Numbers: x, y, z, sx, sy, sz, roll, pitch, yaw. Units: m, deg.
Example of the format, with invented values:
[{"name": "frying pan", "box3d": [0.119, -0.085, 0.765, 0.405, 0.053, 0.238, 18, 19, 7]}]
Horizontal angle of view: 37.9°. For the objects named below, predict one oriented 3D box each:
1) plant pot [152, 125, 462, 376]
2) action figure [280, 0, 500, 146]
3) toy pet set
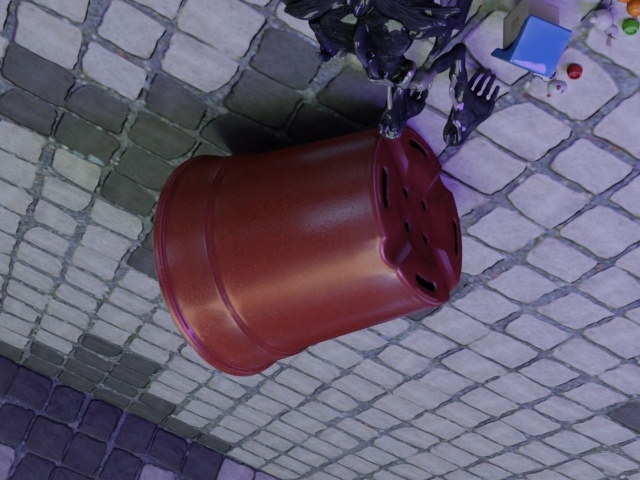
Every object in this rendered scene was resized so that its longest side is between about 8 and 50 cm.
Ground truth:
[{"name": "plant pot", "box3d": [0.000, 0.000, 1.054, 0.265, 0.272, 0.272, -15, 135, 31]}, {"name": "action figure", "box3d": [0.070, -0.194, 0.821, 0.164, 0.140, 0.275, 7, 161, 24]}, {"name": "toy pet set", "box3d": [0.220, -0.169, 0.820, 0.114, 0.065, 0.122, 17, 150, -19]}]
